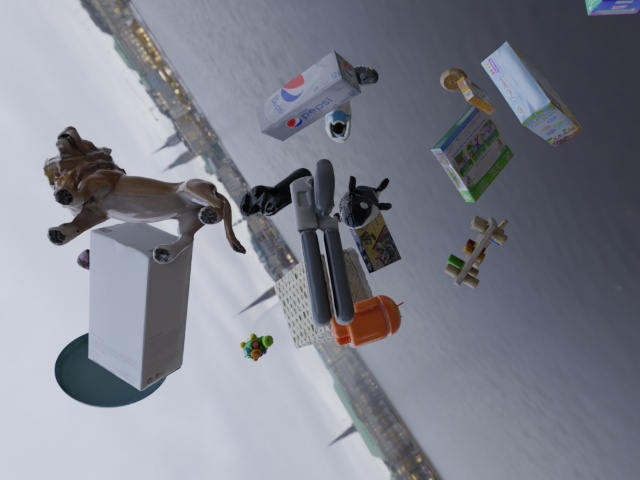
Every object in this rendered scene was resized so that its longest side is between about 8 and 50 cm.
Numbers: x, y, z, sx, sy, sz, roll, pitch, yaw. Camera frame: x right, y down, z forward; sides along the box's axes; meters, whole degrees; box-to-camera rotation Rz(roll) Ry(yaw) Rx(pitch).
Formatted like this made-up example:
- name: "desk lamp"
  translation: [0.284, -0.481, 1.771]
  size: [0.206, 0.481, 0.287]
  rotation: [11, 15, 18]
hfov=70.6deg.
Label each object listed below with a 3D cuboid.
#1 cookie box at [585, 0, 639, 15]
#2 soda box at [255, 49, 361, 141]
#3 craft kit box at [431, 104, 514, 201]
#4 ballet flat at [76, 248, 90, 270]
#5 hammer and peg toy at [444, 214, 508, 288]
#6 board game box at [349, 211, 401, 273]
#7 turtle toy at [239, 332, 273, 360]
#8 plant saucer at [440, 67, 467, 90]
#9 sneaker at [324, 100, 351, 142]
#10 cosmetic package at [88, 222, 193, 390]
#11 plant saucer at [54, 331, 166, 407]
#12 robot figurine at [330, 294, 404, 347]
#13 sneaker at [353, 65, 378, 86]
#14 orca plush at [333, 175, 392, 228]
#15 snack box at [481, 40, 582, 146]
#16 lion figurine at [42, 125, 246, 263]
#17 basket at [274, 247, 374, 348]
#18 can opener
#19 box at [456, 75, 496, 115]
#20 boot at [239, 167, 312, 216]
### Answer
- name: "cookie box"
  translation: [0.520, -0.460, 0.803]
  size: [0.040, 0.092, 0.107]
  rotation: [100, 167, -78]
- name: "soda box"
  translation: [-0.040, -0.383, 1.229]
  size: [0.098, 0.286, 0.091]
  rotation: [11, -120, -53]
- name: "craft kit box"
  translation: [0.538, -0.307, 1.583]
  size: [0.246, 0.250, 0.061]
  rotation: [49, 164, -19]
- name: "ballet flat"
  translation: [-0.731, 0.093, 1.584]
  size: [0.222, 0.079, 0.076]
  rotation: [30, -149, -30]
- name: "hammer and peg toy"
  translation: [0.585, 0.022, 1.706]
  size: [0.127, 0.265, 0.361]
  rotation: [31, -163, 13]
- name: "board game box"
  translation: [0.221, -0.004, 1.872]
  size: [0.042, 0.165, 0.243]
  rotation: [-30, 82, 55]
- name: "turtle toy"
  translation: [-0.230, 0.393, 1.669]
  size: [0.095, 0.130, 0.066]
  rotation: [49, -179, -28]
- name: "plant saucer"
  translation: [0.419, -0.502, 1.426]
  size: [0.083, 0.084, 0.015]
  rotation: [61, -141, -46]
- name: "sneaker"
  translation: [0.053, -0.352, 1.398]
  size: [0.228, 0.088, 0.092]
  rotation: [73, -160, -76]
- name: "cosmetic package"
  translation: [-0.473, 0.162, 1.180]
  size: [0.217, 0.384, 0.156]
  rotation: [22, -159, 22]
- name: "plant saucer"
  translation: [-0.625, 0.387, 1.373]
  size: [0.317, 0.318, 0.043]
  rotation: [53, 133, 47]
- name: "robot figurine"
  translation: [0.140, 0.236, 1.326]
  size: [0.128, 0.220, 0.158]
  rotation: [-147, 40, -80]
- name: "sneaker"
  translation: [0.095, -0.591, 1.655]
  size: [0.234, 0.106, 0.078]
  rotation: [16, 135, 26]
- name: "orca plush"
  translation: [0.114, -0.126, 1.179]
  size: [0.151, 0.287, 0.102]
  rotation: [-2, 112, 35]
- name: "snack box"
  translation: [0.452, -0.306, 0.962]
  size: [0.207, 0.070, 0.174]
  rotation: [8, -127, -45]
- name: "lion figurine"
  translation: [-0.304, -0.073, 0.794]
  size: [0.393, 0.142, 0.240]
  rotation: [16, -156, -6]
- name: "basket"
  translation: [0.017, 0.245, 1.913]
  size: [0.328, 0.267, 0.331]
  rotation: [-42, 61, 47]
- name: "can opener"
  translation: [0.000, 0.000, 0.739]
  size: [0.093, 0.074, 0.280]
  rotation: [99, 164, -66]
- name: "box"
  translation: [0.452, -0.411, 1.295]
  size: [0.136, 0.028, 0.081]
  rotation: [9, -127, -38]
- name: "boot"
  translation: [-0.151, -0.168, 1.589]
  size: [0.094, 0.246, 0.207]
  rotation: [54, -166, 7]
